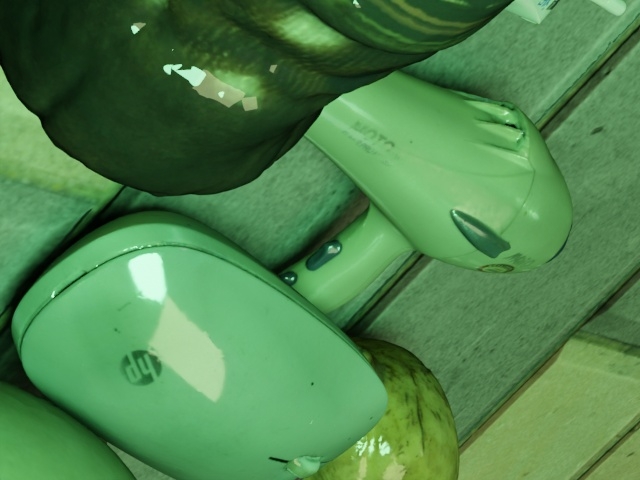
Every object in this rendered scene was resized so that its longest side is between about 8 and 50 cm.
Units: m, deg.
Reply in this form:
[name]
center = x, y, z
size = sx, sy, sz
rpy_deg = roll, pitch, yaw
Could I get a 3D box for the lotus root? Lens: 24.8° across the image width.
[lotus root]
center = 0.033, 0.165, 1.153
size = 0.140, 0.154, 0.257
rpy_deg = -32, 139, -25

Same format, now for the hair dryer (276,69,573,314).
[hair dryer]
center = 0.005, -0.027, 0.951
size = 0.298, 0.119, 0.296
rpy_deg = -25, 143, 5

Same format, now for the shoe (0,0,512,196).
[shoe]
center = 0.017, -0.168, 0.637
size = 0.237, 0.171, 0.384
rpy_deg = -25, -160, 40

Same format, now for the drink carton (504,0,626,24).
[drink carton]
center = 0.111, -0.177, 0.855
size = 0.200, 0.074, 0.084
rpy_deg = 8, 129, -51

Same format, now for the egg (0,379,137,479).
[egg]
center = -0.226, 0.203, 0.848
size = 0.258, 0.258, 0.352
rpy_deg = -40, 142, 6

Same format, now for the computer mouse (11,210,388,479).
[computer mouse]
center = -0.070, 0.093, 0.939
size = 0.159, 0.097, 0.288
rpy_deg = -36, 128, 11

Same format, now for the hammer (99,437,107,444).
[hammer]
center = -0.171, 0.188, 1.115
size = 0.058, 0.029, 0.292
rpy_deg = -20, 147, -23
